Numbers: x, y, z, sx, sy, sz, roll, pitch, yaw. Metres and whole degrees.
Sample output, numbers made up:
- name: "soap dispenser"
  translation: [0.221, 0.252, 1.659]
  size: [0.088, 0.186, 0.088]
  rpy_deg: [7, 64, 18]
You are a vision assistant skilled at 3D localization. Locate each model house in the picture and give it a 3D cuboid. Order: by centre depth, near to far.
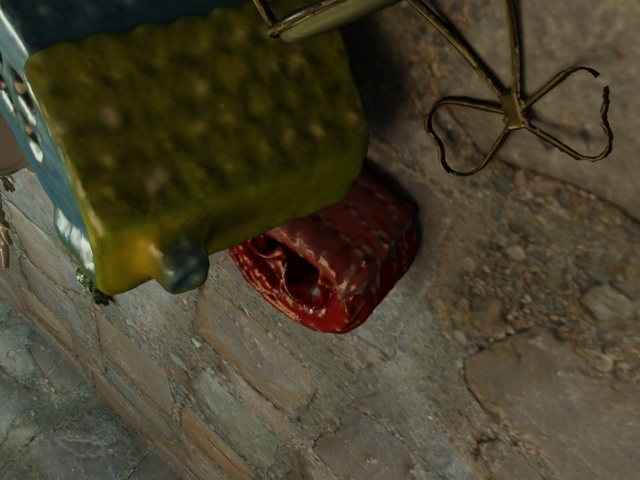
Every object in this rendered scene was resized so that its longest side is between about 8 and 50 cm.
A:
- name: "model house"
  translation: [-0.122, -0.108, 0.495]
  size: [0.303, 0.237, 0.215]
  rpy_deg: [56, 150, 18]

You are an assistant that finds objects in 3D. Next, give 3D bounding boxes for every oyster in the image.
- name: "oyster"
  translation: [-0.544, 0.112, 1.500]
  size: [0.098, 0.037, 0.100]
  rpy_deg: [48, 175, 34]

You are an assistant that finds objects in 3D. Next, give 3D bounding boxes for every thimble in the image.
- name: "thimble"
  translation: [-0.005, 0.000, 0.644]
  size: [0.189, 0.125, 0.163]
  rpy_deg: [29, 147, 26]

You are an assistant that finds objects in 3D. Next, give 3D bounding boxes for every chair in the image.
- name: "chair"
  translation: [0.044, -0.162, 0.386]
  size: [0.159, 0.170, 0.326]
  rpy_deg: [-5, 115, 51]

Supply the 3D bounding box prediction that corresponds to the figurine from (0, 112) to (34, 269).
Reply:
- name: "figurine"
  translation: [-0.404, -0.108, 0.857]
  size: [0.315, 0.206, 0.284]
  rpy_deg: [-179, 79, -74]
